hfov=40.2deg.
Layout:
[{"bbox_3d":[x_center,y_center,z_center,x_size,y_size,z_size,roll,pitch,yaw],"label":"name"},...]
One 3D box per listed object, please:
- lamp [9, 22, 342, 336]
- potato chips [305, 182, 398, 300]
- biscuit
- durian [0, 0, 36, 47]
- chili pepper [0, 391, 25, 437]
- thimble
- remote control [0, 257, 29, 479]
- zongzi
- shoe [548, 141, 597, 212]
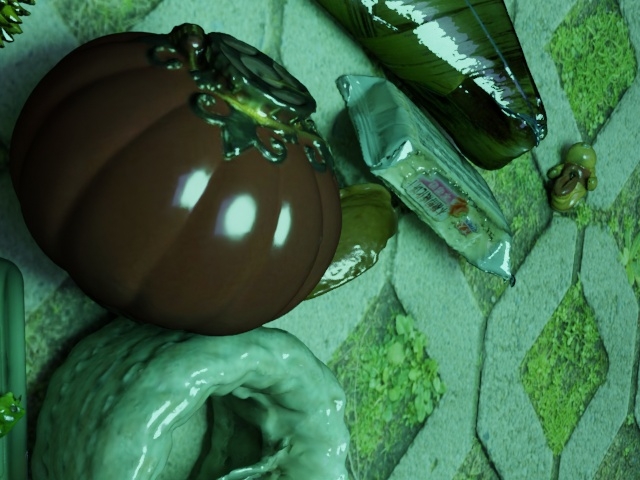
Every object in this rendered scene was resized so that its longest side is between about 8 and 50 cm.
[{"bbox_3d":[-0.121,-0.053,0.788,0.303,0.303,0.257,18,120,-40],"label":"lamp"},{"bbox_3d":[0.000,0.000,1.025,0.202,0.049,0.150,-26,142,-14],"label":"potato chips"},{"bbox_3d":[0.145,-0.077,1.104,0.309,0.079,0.186,38,27,-38],"label":"biscuit"},{"bbox_3d":[-0.336,-0.212,0.621,0.293,0.258,0.258,-11,102,-45],"label":"durian"},{"bbox_3d":[-0.292,0.165,0.751,0.030,0.034,0.091,48,60,3],"label":"chili pepper"},{"bbox_3d":[-0.123,0.216,0.866,0.291,0.195,0.291,-5,97,-43],"label":"thimble"},{"bbox_3d":[-0.324,0.184,0.784,0.128,0.065,0.335,-5,99,-43],"label":"remote control"},{"bbox_3d":[0.120,-0.212,1.044,0.300,0.138,0.286,-13,83,-38],"label":"zongzi"},{"bbox_3d":[0.396,-0.098,1.361,0.109,0.072,0.069,-46,156,-1],"label":"shoe"}]
